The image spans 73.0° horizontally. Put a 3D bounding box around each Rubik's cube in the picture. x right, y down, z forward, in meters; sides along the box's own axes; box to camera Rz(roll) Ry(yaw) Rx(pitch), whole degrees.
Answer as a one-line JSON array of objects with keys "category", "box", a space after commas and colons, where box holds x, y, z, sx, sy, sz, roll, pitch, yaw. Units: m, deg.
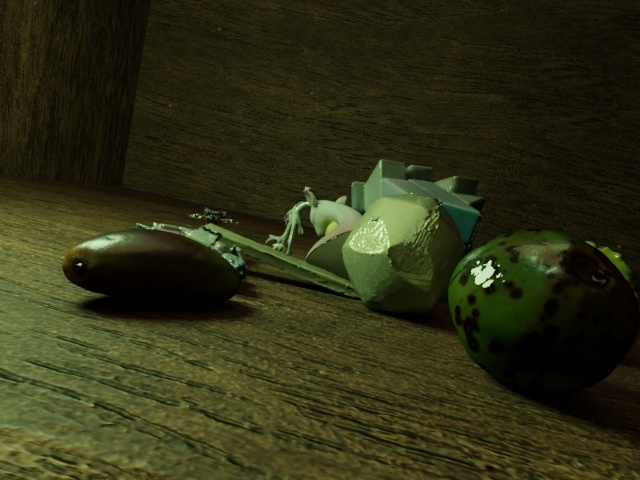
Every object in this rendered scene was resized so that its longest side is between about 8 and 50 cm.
[{"category": "Rubik's cube", "box": [0.265, -0.023, 1.250, 0.357, 0.388, 0.368, 5, 26, -24]}]

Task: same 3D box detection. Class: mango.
[{"category": "mango", "box": [-0.244, 0.041, 0.665, 0.267, 0.111, 0.133, 14, -9, -39]}]

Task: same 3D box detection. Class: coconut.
[{"category": "coconut", "box": [0.168, 0.037, 0.928, 0.244, 0.247, 0.245, 31, -24, 15]}]

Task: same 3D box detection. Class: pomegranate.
[{"category": "pomegranate", "box": [0.295, 0.106, 0.657, 0.242, 0.243, 0.306, 10, -15, -16]}]

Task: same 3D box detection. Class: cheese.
[{"category": "cheese", "box": [-0.091, 0.048, 1.007, 0.399, 0.034, 0.085, 21, 10, -2]}]

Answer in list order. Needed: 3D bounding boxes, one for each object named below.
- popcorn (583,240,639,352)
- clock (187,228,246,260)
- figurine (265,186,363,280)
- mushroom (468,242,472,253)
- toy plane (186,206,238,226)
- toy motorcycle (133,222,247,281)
[{"category": "popcorn", "box": [0.589, 0.136, 0.962, 0.225, 0.277, 0.276, -28, -18, 31]}, {"category": "clock", "box": [-0.289, 0.015, 1.103, 0.149, 0.063, 0.197, 14, 6, 16]}, {"category": "figurine", "box": [-0.010, -0.007, 1.205, 0.206, 0.285, 0.316, 17, 29, -20]}, {"category": "mushroom", "box": [0.400, 0.022, 1.456, 0.211, 0.292, 0.217, 9, 19, -5]}, {"category": "toy plane", "box": [-0.291, -0.058, 1.179, 0.135, 0.062, 0.188, 10, 6, -12]}, {"category": "toy motorcycle", "box": [-0.225, 0.027, 0.849, 0.239, 0.108, 0.204, 6, 7, -45]}]
